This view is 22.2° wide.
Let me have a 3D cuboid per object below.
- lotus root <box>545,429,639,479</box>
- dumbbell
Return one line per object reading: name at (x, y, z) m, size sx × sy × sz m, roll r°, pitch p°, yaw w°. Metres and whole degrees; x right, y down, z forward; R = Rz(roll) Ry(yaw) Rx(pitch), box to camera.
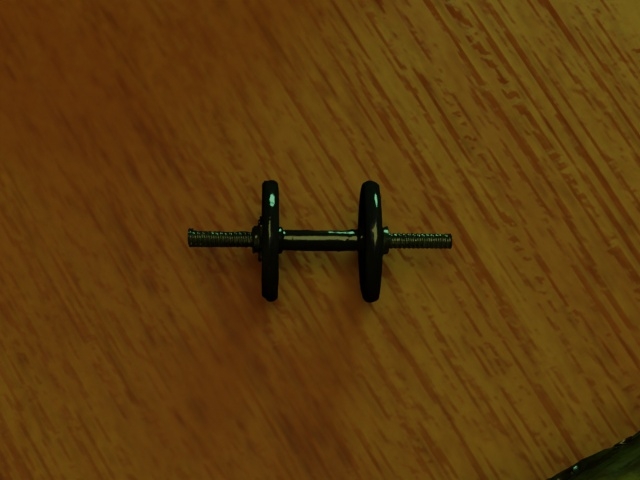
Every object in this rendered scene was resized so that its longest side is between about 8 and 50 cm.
lotus root at (0.210, 0.175, 0.793) m, size 0.397 × 0.179 × 0.196 m, roll -20°, pitch 66°, yaw -19°
dumbbell at (0.000, 0.000, 0.905) m, size 0.147 × 0.069 × 0.069 m, roll 0°, pitch 74°, yaw -2°
